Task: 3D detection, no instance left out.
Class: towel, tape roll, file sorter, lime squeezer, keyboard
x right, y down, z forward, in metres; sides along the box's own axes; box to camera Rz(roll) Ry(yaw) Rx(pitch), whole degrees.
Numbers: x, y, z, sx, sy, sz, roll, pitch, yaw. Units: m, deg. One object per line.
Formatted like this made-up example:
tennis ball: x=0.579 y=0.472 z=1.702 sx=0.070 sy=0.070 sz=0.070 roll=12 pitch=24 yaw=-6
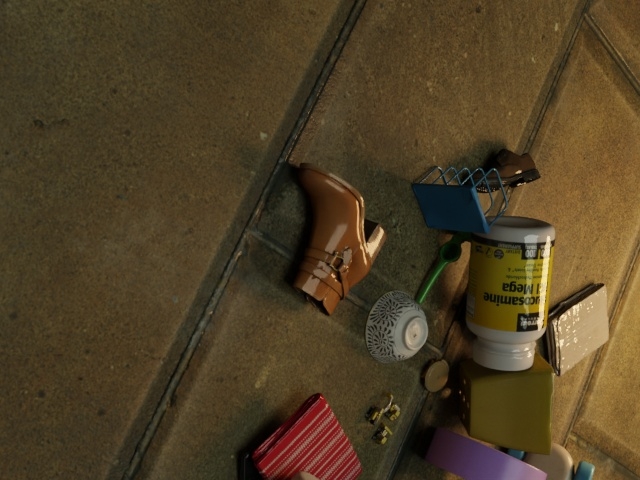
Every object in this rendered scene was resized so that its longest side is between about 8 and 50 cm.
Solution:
towel: x=0.733 y=0.252 z=2.285 sx=0.282 sy=0.049 sz=0.187 roll=-22 pitch=112 yaw=-36
tape roll: x=0.388 y=0.536 z=1.894 sx=0.274 sy=0.274 sz=0.090 roll=34 pitch=76 yaw=-38
file sorter: x=0.317 y=-0.099 z=1.805 sx=0.104 sy=0.170 sz=0.118 roll=-42 pitch=121 yaw=-30
towel: x=-0.022 y=0.465 z=1.674 sx=0.199 sy=0.031 sz=0.275 roll=-42 pitch=129 yaw=-22
lime squeezer: x=0.326 y=0.032 z=1.920 sx=0.310 sy=0.059 sz=0.110 roll=-33 pitch=147 yaw=-33
keyboard: x=-0.089 y=0.454 z=1.648 sx=0.180 sy=0.023 sz=0.108 roll=-11 pitch=112 yaw=-37

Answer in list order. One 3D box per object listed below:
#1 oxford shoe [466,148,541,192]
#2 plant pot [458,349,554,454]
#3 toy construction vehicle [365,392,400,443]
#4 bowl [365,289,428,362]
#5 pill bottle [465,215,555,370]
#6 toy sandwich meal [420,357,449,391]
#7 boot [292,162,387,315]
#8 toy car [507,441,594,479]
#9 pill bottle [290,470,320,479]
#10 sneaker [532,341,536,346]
oxford shoe: x=0.435 y=-0.172 z=1.963 sx=0.227 sy=0.082 sz=0.096 roll=-14 pitch=83 yaw=-36
plant pot: x=0.439 y=0.382 z=1.947 sx=0.187 sy=0.212 sz=0.212 roll=0 pitch=99 yaw=-1
toy construction vehicle: x=0.148 y=0.408 z=1.831 sx=0.098 sy=0.035 sz=0.086 roll=-51 pitch=125 yaw=-22
bowl: x=0.189 y=0.202 z=1.804 sx=0.170 sy=0.080 sz=0.170 roll=-8 pitch=102 yaw=-40
pill bottle: x=0.434 y=0.120 z=1.854 sx=0.187 sy=0.187 sz=0.334 roll=-8 pitch=105 yaw=-39
toy sandwich meal: x=0.275 y=0.322 z=1.930 sx=0.085 sy=0.029 sz=0.086 roll=-10 pitch=107 yaw=-35
boot: x=0.000 y=0.000 z=1.615 sx=0.220 sy=0.109 sz=0.283 roll=-53 pitch=133 yaw=-15
toy car: x=0.607 y=0.660 z=2.183 sx=0.210 sy=0.219 sz=0.238 roll=-66 pitch=158 yaw=-12
pill bottle: x=-0.072 y=0.670 z=1.544 sx=0.224 sy=0.224 sz=0.392 roll=42 pitch=82 yaw=-36
sneaker: x=0.457 y=0.229 z=2.037 sx=0.235 sy=0.090 sz=0.095 roll=41 pitch=79 yaw=-29
